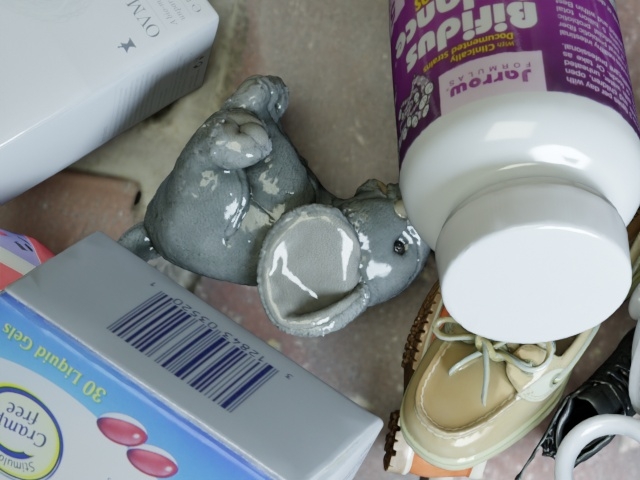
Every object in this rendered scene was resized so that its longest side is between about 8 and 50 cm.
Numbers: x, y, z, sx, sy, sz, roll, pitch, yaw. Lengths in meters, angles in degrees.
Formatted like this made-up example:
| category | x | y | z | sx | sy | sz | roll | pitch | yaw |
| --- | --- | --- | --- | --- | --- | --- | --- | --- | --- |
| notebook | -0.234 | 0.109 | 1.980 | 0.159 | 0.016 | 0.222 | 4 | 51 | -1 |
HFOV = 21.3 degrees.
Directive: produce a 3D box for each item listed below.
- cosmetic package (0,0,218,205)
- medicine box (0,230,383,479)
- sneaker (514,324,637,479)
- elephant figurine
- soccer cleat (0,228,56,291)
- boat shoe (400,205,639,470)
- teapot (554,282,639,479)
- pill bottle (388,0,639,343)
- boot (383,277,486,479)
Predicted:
| category | x | y | z | sx | sy | sz | roll | pitch | yaw |
| --- | --- | --- | --- | --- | --- | --- | --- | --- | --- |
| cosmetic package | -0.237 | -0.176 | 1.311 | 0.224 | 0.138 | 0.224 | -34 | 80 | -18 |
| medicine box | -0.143 | 0.192 | 1.252 | 0.263 | 0.149 | 0.289 | 33 | 118 | 12 |
| sneaker | 0.213 | 0.123 | 1.270 | 0.051 | 0.089 | 0.170 | 43 | 95 | 10 |
| elephant figurine | 0.000 | 0.000 | 1.289 | 0.239 | 0.169 | 0.186 | 40 | 134 | 1 |
| soccer cleat | -0.311 | 0.019 | 1.339 | 0.248 | 0.095 | 0.083 | 3 | 64 | 33 |
| boat shoe | 0.160 | 0.043 | 1.244 | 0.104 | 0.089 | 0.285 | 35 | 72 | 21 |
| teapot | 0.299 | 0.080 | 1.196 | 0.187 | 0.256 | 0.253 | 24 | 115 | 30 |
| pill bottle | 0.136 | -0.084 | 1.193 | 0.169 | 0.169 | 0.301 | -10 | 49 | 10 |
| boot | 0.103 | 0.107 | 1.314 | 0.084 | 0.059 | 0.158 | 11 | 86 | -4 |
